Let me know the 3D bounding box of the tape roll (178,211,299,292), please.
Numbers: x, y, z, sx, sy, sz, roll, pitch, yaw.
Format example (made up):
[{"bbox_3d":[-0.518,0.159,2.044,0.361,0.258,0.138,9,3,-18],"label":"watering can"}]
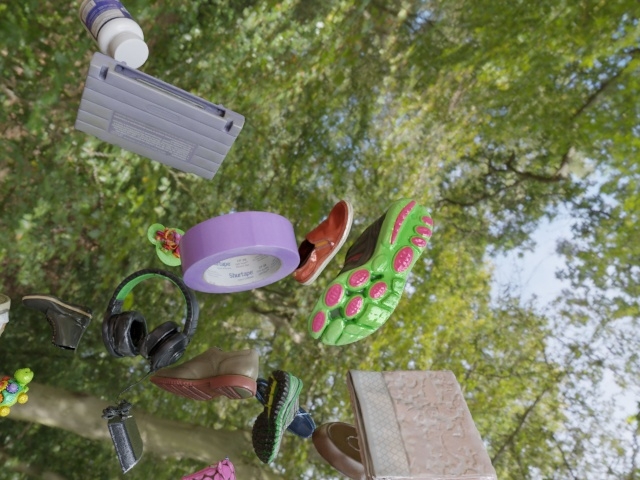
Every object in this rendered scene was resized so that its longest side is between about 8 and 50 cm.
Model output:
[{"bbox_3d":[-0.191,0.034,1.353,0.275,0.275,0.090,-37,-122,42],"label":"tape roll"}]

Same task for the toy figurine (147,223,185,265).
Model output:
[{"bbox_3d":[-0.465,0.004,1.886,0.159,0.173,0.130,-6,-132,49],"label":"toy figurine"}]

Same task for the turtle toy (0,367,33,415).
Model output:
[{"bbox_3d":[-0.803,0.385,1.479,0.095,0.066,0.130,16,-138,40],"label":"turtle toy"}]

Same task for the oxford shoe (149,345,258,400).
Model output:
[{"bbox_3d":[-0.311,0.359,1.565,0.348,0.123,0.130,-6,-126,25],"label":"oxford shoe"}]

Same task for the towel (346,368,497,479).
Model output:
[{"bbox_3d":[0.239,0.455,1.424,0.332,0.317,0.053,-103,-159,-51],"label":"towel"}]

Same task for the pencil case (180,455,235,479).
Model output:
[{"bbox_3d":[-0.413,0.864,2.076,0.209,0.098,0.095,-29,-140,16],"label":"pencil case"}]

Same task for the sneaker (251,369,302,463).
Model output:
[{"bbox_3d":[-0.145,0.664,2.132,0.134,0.146,0.343,11,-100,47],"label":"sneaker"}]

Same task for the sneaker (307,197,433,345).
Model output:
[{"bbox_3d":[0.138,0.097,1.574,0.483,0.185,0.202,-49,-177,-22],"label":"sneaker"}]

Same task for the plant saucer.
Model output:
[{"bbox_3d":[0.119,0.713,1.957,0.050,0.310,0.310,-65,-159,8],"label":"plant saucer"}]

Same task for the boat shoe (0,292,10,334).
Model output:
[{"bbox_3d":[-0.796,0.189,1.177,0.113,0.302,0.103,22,-72,34],"label":"boat shoe"}]

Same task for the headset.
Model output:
[{"bbox_3d":[-0.476,0.267,1.513,0.185,0.243,0.394,32,72,-78],"label":"headset"}]

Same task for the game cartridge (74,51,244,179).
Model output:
[{"bbox_3d":[-0.388,-0.284,1.371,0.230,0.355,0.068,-42,-146,50],"label":"game cartridge"}]

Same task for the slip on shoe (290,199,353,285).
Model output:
[{"bbox_3d":[0.000,0.000,1.961,0.331,0.101,0.123,-55,-145,5],"label":"slip on shoe"}]

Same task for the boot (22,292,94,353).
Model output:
[{"bbox_3d":[-0.774,0.237,1.647,0.077,0.198,0.137,119,-16,-59],"label":"boot"}]

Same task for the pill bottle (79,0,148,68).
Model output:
[{"bbox_3d":[-0.495,-0.502,1.384,0.112,0.112,0.187,-49,-117,22],"label":"pill bottle"}]

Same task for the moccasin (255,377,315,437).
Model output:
[{"bbox_3d":[-0.172,0.733,2.463,0.138,0.342,0.117,-54,173,-8],"label":"moccasin"}]

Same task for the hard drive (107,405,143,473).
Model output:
[{"bbox_3d":[-0.605,0.608,1.785,0.054,0.172,0.254,-18,180,-14],"label":"hard drive"}]
